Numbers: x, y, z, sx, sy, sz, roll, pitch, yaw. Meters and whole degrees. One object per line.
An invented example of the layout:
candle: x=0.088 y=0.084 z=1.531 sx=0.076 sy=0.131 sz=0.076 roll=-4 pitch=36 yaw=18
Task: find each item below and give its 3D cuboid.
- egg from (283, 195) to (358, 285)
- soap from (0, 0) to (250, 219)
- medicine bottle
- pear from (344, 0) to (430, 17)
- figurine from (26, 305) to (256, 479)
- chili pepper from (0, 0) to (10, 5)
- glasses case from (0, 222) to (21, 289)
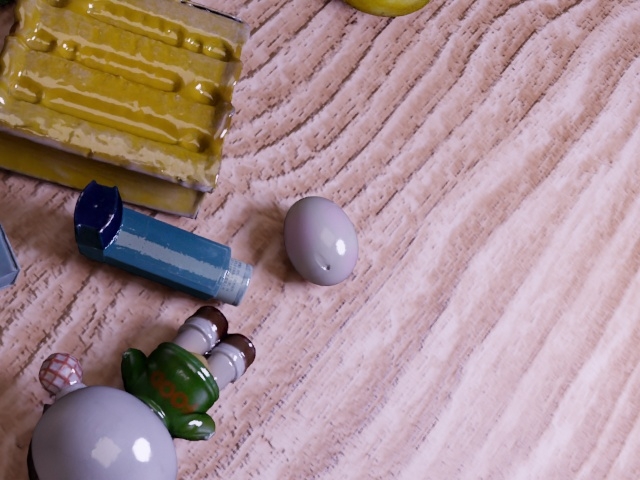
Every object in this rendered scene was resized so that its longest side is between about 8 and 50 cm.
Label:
egg: x=0.000 y=0.000 z=1.793 sx=0.103 sy=0.103 sz=0.135 roll=-13 pitch=71 yaw=-25
soap: x=-0.287 y=-0.214 z=1.751 sx=0.335 sy=0.156 sz=0.293 roll=14 pitch=60 yaw=-14
medicine bottle: x=-0.215 y=0.013 z=1.700 sx=0.258 sy=0.124 sz=0.079 roll=23 pitch=61 yaw=-12
pear: x=0.103 y=-0.449 z=1.983 sx=0.200 sy=0.200 sz=0.200 roll=8 pitch=66 yaw=-17
figurine: x=-0.225 y=0.229 z=1.583 sx=0.281 sy=0.167 sz=0.370 roll=47 pitch=52 yaw=-2
chili pepper: x=-0.481 y=-0.366 z=1.804 sx=0.182 sy=0.050 sz=0.073 roll=-36 pitch=77 yaw=-31
glasses case: x=-0.489 y=-0.051 z=1.673 sx=0.105 sy=0.056 sz=0.266 roll=-26 pitch=77 yaw=-3
